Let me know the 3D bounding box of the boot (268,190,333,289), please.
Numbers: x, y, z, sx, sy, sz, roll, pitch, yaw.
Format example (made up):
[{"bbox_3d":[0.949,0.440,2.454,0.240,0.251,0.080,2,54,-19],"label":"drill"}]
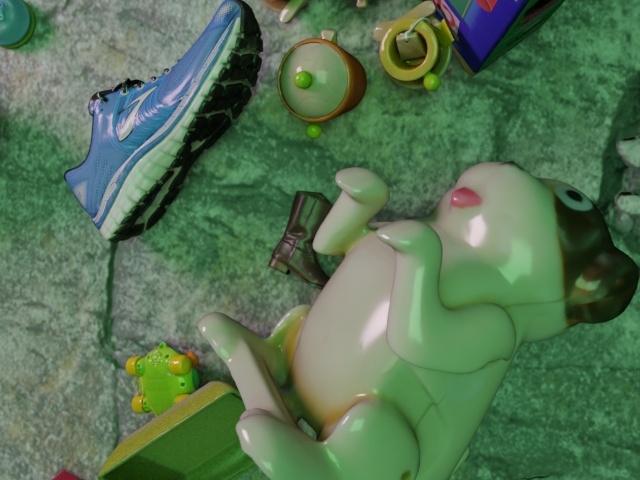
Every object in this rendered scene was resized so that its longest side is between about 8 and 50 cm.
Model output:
[{"bbox_3d":[0.000,0.000,0.849,0.106,0.037,0.114,24,88,0],"label":"boot"}]

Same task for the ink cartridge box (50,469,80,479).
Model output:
[{"bbox_3d":[-0.286,0.437,0.846,0.237,0.100,0.172,31,94,2],"label":"ink cartridge box"}]

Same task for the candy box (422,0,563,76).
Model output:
[{"bbox_3d":[0.152,-0.342,0.686,0.122,0.317,0.268,-33,89,6],"label":"candy box"}]

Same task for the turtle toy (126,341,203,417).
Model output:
[{"bbox_3d":[-0.186,0.191,0.848,0.095,0.066,0.130,-6,95,27],"label":"turtle toy"}]

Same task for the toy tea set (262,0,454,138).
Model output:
[{"bbox_3d":[-0.001,-0.292,0.768,0.200,0.124,0.336,-28,89,26],"label":"toy tea set"}]

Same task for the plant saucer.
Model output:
[{"bbox_3d":[-0.143,0.243,0.815,0.188,0.188,0.045,-34,51,4],"label":"plant saucer"}]

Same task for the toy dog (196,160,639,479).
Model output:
[{"bbox_3d":[0.136,0.095,0.722,0.408,0.284,0.395,-44,111,2],"label":"toy dog"}]

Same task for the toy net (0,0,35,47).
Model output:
[{"bbox_3d":[-0.399,-0.372,0.858,0.122,0.045,0.232,25,92,4],"label":"toy net"}]

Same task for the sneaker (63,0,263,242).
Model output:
[{"bbox_3d":[-0.199,-0.158,0.801,0.147,0.130,0.330,42,101,5],"label":"sneaker"}]
